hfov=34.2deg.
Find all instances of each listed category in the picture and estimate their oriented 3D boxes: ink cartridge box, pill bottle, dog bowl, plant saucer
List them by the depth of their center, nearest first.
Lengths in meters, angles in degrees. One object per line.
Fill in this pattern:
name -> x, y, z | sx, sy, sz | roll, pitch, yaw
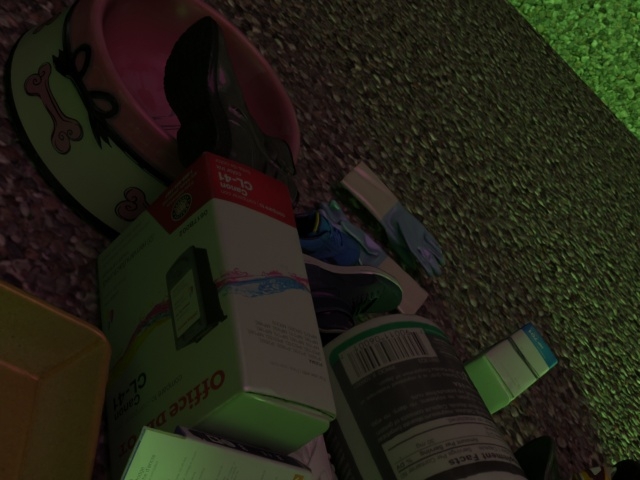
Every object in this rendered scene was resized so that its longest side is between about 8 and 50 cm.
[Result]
plant saucer -> -0.356, 0.158, 0.894 | 0.333, 0.081, 0.333 | 32, 37, -29
ink cartridge box -> -0.128, 0.282, 0.968 | 0.208, 0.206, 0.045 | 26, -4, -39
ink cartridge box -> -0.124, 0.095, 1.119 | 0.131, 0.226, 0.306 | 24, 39, -37
pill bottle -> 0.126, 0.278, 1.214 | 0.204, 0.204, 0.361 | 21, 31, -40
dog bowl -> -0.198, -0.174, 1.379 | 0.408, 0.150, 0.408 | 33, 36, -28
ink cartridge box -> 0.254, 0.209, 1.568 | 0.190, 0.139, 0.082 | -17, 72, -57

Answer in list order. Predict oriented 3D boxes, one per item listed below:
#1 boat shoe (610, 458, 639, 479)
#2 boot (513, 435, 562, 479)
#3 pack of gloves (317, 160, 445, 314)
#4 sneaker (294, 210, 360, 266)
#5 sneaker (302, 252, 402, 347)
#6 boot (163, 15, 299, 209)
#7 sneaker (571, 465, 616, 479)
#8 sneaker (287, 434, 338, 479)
boat shoe -> 0.539, 0.502, 1.653 | 0.120, 0.122, 0.324 | 36, 35, -29
boot -> 0.364, 0.445, 1.536 | 0.229, 0.091, 0.263 | 45, 35, -20
pack of gloves -> 0.093, 0.005, 1.689 | 0.232, 0.046, 0.195 | 46, 43, -2
sneaker -> 0.000, 0.000, 1.513 | 0.209, 0.082, 0.069 | 10, 49, -47
sneaker -> 0.039, 0.107, 1.436 | 0.226, 0.086, 0.163 | 12, 37, -34
boot -> -0.104, -0.144, 1.269 | 0.161, 0.083, 0.246 | 31, 40, -44
sneaker -> 0.463, 0.441, 1.634 | 0.069, 0.084, 0.185 | 82, -6, -57
sneaker -> -0.045, 0.248, 1.197 | 0.152, 0.114, 0.305 | 40, 39, -35
